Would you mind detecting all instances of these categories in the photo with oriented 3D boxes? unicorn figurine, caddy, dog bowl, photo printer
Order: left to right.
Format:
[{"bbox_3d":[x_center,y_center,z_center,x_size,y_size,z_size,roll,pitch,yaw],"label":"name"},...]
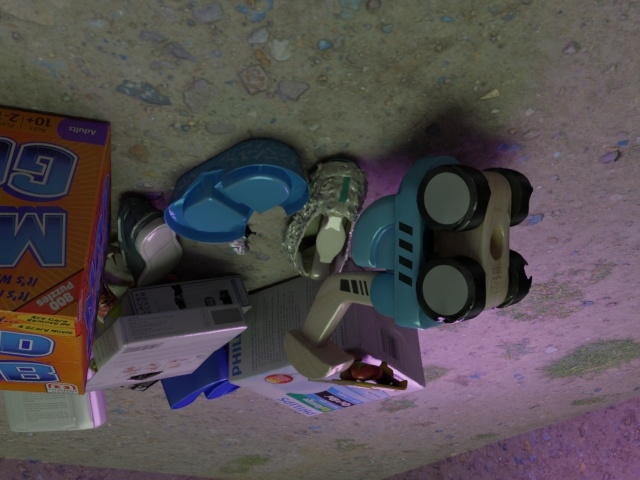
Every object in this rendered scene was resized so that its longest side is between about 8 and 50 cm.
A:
[{"bbox_3d":[-0.705,0.340,1.722,0.256,0.308,0.107,-4,-168,6],"label":"photo printer"},{"bbox_3d":[-0.485,0.028,1.411,0.111,0.060,0.162,11,167,-14],"label":"unicorn figurine"},{"bbox_3d":[-0.306,0.324,1.796,0.241,0.179,0.341,-5,157,-41],"label":"caddy"},{"bbox_3d":[-0.154,-0.089,1.213,0.297,0.074,0.166,-22,143,31],"label":"dog bowl"}]

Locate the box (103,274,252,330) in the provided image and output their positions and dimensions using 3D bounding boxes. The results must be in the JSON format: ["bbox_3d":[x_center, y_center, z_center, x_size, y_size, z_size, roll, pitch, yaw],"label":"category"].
[{"bbox_3d":[-0.324,0.165,1.509,0.290,0.087,0.169,-7,156,-40],"label":"box"}]

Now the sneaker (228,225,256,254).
[{"bbox_3d":[-0.160,-0.005,1.385,0.069,0.038,0.098,-16,146,24],"label":"sneaker"}]

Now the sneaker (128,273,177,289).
[{"bbox_3d":[-0.406,0.127,1.565,0.158,0.065,0.061,-25,142,33],"label":"sneaker"}]

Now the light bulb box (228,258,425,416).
[{"bbox_3d":[0.017,0.260,1.651,0.361,0.225,0.358,-21,144,26],"label":"light bulb box"}]

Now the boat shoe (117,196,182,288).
[{"bbox_3d":[-0.364,0.010,1.376,0.099,0.116,0.319,45,156,9],"label":"boat shoe"}]

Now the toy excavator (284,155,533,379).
[{"bbox_3d":[0.129,0.064,1.204,0.445,0.433,0.222,6,-172,40],"label":"toy excavator"}]

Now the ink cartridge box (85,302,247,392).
[{"bbox_3d":[-0.346,0.230,1.419,0.296,0.066,0.261,-1,151,-45],"label":"ink cartridge box"}]

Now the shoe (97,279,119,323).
[{"bbox_3d":[-0.503,0.140,1.534,0.178,0.063,0.081,33,143,4],"label":"shoe"}]

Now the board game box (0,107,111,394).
[{"bbox_3d":[-0.557,0.025,1.107,0.356,0.357,0.356,7,148,-14],"label":"board game box"}]

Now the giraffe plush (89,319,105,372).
[{"bbox_3d":[-0.486,0.252,1.634,0.210,0.170,0.181,16,160,-23],"label":"giraffe plush"}]

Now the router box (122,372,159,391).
[{"bbox_3d":[-0.572,0.413,2.048,0.133,0.046,0.179,20,142,-31],"label":"router box"}]

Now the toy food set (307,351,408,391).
[{"bbox_3d":[0.094,0.276,1.398,0.218,0.071,0.128,19,162,-42],"label":"toy food set"}]

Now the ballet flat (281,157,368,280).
[{"bbox_3d":[0.000,0.000,1.313,0.147,0.147,0.409,3,149,-7],"label":"ballet flat"}]
